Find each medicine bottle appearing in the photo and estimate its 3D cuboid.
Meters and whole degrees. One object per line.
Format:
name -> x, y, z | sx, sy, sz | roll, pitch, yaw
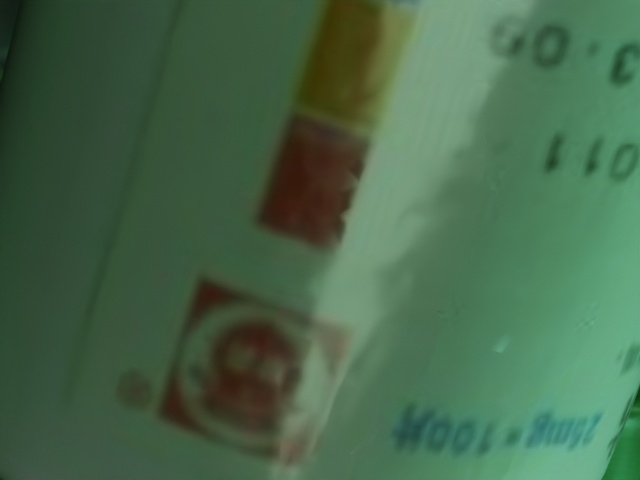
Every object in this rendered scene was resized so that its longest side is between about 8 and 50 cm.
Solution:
medicine bottle -> 0.000, 0.000, 0.422 | 0.170, 0.170, 0.293 | 13, 108, -16

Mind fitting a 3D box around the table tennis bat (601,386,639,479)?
table tennis bat -> 0.052, 0.111, 0.576 | 0.257, 0.039, 0.160 | -2, 125, -12
